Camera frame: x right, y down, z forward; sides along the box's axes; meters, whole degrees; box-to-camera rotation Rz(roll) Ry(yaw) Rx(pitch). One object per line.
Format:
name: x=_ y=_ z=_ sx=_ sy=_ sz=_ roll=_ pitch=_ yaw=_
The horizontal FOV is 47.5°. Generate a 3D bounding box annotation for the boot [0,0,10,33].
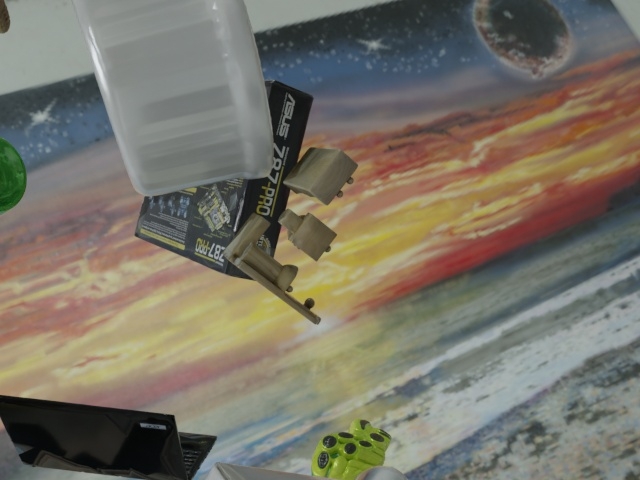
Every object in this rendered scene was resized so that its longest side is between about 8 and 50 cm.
boot: x=-0.635 y=-0.449 z=1.196 sx=0.206 sy=0.090 sz=0.248 roll=12 pitch=-35 yaw=-6

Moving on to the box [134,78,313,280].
box: x=-0.189 y=-0.120 z=1.298 sx=0.097 sy=0.318 sz=0.395 roll=16 pitch=-1 yaw=-36

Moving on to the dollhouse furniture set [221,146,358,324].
dollhouse furniture set: x=0.000 y=0.000 z=0.766 sx=0.151 sy=0.123 sz=0.144 roll=-53 pitch=18 yaw=-3

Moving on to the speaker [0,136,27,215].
speaker: x=-0.563 y=-0.070 z=1.042 sx=0.296 sy=0.131 sz=0.131 roll=-9 pitch=-7 yaw=29

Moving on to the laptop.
laptop: x=-0.282 y=0.252 z=1.014 sx=0.234 sy=0.137 sz=0.264 roll=6 pitch=6 yaw=5

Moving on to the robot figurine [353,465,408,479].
robot figurine: x=0.084 y=0.300 z=0.368 sx=0.300 sy=0.353 sz=0.200 roll=-36 pitch=-7 yaw=15

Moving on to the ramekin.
ramekin: x=-0.153 y=-0.178 z=0.714 sx=0.135 sy=0.277 sz=0.277 roll=-18 pitch=-17 yaw=-12

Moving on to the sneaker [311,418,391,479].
sneaker: x=0.056 y=0.400 z=1.279 sx=0.123 sy=0.109 sz=0.295 roll=-68 pitch=-19 yaw=2

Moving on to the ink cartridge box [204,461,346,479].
ink cartridge box: x=-0.068 y=0.456 z=0.773 sx=0.285 sy=0.166 sz=0.395 roll=27 pitch=-86 yaw=-46
